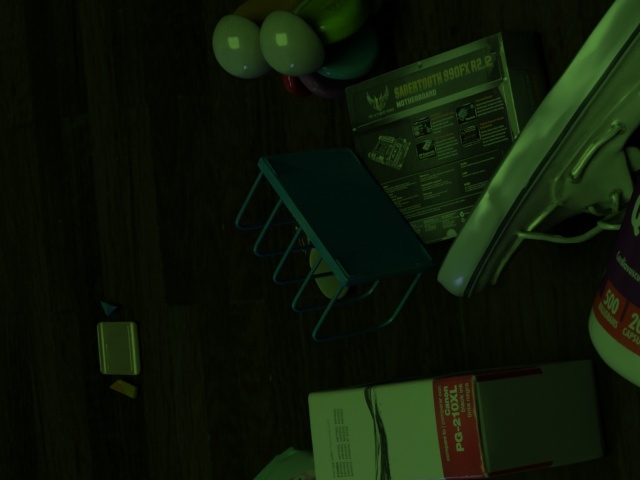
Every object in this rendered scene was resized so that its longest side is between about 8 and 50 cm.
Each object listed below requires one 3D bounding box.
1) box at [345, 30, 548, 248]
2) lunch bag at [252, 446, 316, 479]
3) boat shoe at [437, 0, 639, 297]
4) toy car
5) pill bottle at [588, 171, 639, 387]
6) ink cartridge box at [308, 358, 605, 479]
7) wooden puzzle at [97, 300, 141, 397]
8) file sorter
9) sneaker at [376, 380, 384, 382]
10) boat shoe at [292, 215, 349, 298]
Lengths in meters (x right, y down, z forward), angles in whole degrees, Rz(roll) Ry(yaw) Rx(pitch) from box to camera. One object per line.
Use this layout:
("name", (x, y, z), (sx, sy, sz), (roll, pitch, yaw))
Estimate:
("box", (0.133, -0.093, 1.861), (0.231, 0.056, 0.183), (-16, 82, 47))
("lunch bag", (0.007, 0.355, 1.920), (0.223, 0.160, 0.262), (10, 80, 43))
("boat shoe", (0.256, -0.071, 1.668), (0.156, 0.136, 0.367), (35, 106, 4))
("toy car", (-0.010, -0.211, 1.963), (0.182, 0.159, 0.136), (2, 130, 47))
("pill bottle", (0.350, -0.030, 1.535), (0.181, 0.181, 0.323), (35, 119, 40))
("ink cartridge box", (0.128, 0.178, 1.808), (0.237, 0.172, 0.100), (-12, 84, 48))
("wooden puzzle", (-0.252, 0.136, 2.344), (0.078, 0.014, 0.116), (6, 99, 43))
("file sorter", (0.008, 0.004, 1.883), (0.170, 0.118, 0.104), (55, 134, 28))
("sneaker", (0.073, 0.208, 1.972), (0.057, 0.047, 0.119), (14, 112, 40))
("boat shoe", (0.002, 0.000, 2.029), (0.042, 0.049, 0.133), (156, 98, -75))
